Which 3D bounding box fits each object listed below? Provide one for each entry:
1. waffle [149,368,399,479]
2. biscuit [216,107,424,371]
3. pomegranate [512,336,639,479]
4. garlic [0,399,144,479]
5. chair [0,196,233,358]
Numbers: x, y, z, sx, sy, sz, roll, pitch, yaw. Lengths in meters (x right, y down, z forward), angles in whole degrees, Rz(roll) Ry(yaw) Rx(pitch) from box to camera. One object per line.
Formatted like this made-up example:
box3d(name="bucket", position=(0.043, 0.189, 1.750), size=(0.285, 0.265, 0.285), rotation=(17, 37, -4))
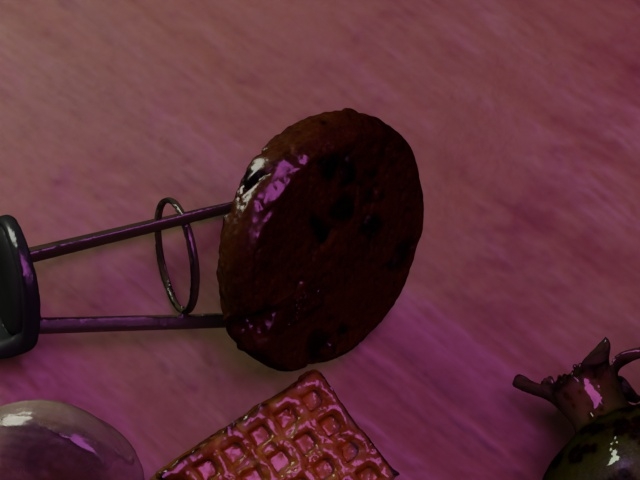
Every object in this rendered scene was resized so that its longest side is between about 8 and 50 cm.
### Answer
box3d(name="waffle", position=(-0.031, 0.165, 1.189), size=(0.148, 0.042, 0.102), rotation=(-32, 80, -24))
box3d(name="biscuit", position=(0.000, 0.000, 1.202), size=(0.049, 0.192, 0.192), rotation=(23, 58, 33))
box3d(name="pomegranate", position=(0.216, 0.157, 1.207), size=(0.148, 0.148, 0.169), rotation=(4, 58, -13))
box3d(name="garlic", position=(-0.175, 0.141, 1.148), size=(0.152, 0.066, 0.084), rotation=(33, 65, -1))
box3d(name="chair", position=(-0.135, 0.013, 1.199), size=(0.221, 0.095, 0.104), rotation=(-12, 59, -18))
